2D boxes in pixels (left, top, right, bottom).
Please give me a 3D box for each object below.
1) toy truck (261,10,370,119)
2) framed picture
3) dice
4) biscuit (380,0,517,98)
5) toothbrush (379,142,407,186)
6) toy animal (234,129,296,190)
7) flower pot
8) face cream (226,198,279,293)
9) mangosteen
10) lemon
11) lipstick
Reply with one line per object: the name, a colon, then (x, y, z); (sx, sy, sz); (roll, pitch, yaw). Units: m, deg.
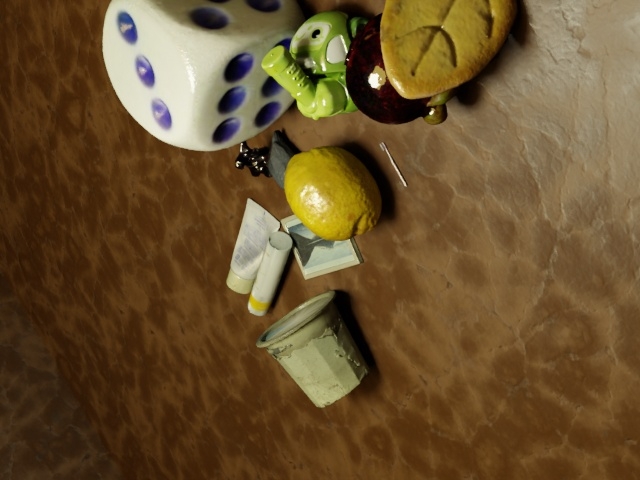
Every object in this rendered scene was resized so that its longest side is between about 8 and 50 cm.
toy truck: (0.005, -0.306, 1.692); (0.148, 0.210, 0.187); (7, 134, 48)
framed picture: (0.000, 0.000, 2.009); (0.203, 0.015, 0.150); (-18, 96, 52)
dice: (-0.225, -0.376, 1.821); (0.304, 0.304, 0.277); (42, 137, 26)
biscuit: (0.191, -0.336, 1.435); (0.203, 0.260, 0.041); (29, 173, 3)
toothbrush: (0.140, -0.145, 1.766); (0.097, 0.008, 0.006); (60, 156, 4)
toy animal: (-0.065, -0.161, 1.963); (0.210, 0.121, 0.117); (24, 84, 20)
flower pot: (0.000, 0.244, 2.016); (0.202, 0.212, 0.212); (54, 143, -4)
face cream: (-0.160, 0.019, 2.186); (0.114, 0.070, 0.224); (39, 124, 29)
mangosteen: (0.140, -0.287, 1.545); (0.210, 0.210, 0.209); (27, 129, 38)
lemon: (0.023, -0.091, 1.803); (0.207, 0.170, 0.170); (54, 141, 12)
lipstick: (-0.120, 0.081, 2.148); (0.059, 0.059, 0.264); (47, 143, 21)
